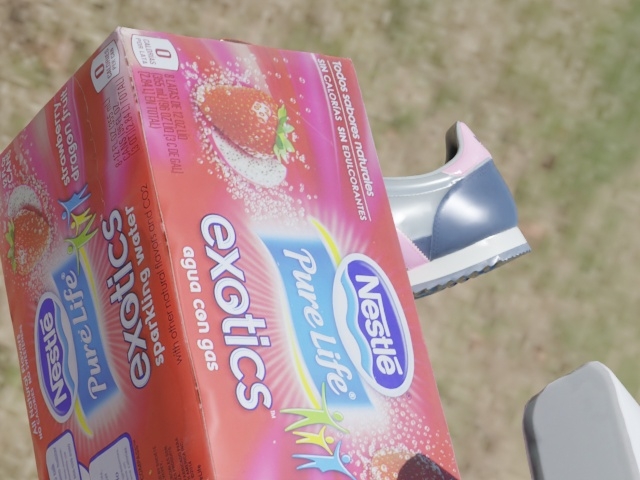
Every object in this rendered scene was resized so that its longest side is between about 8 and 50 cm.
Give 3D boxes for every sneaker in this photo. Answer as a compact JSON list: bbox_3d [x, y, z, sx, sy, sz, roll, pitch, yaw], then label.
[{"bbox_3d":[0.000,0.000,1.477,0.112,0.319,0.131,145,-71,-73],"label":"sneaker"}]

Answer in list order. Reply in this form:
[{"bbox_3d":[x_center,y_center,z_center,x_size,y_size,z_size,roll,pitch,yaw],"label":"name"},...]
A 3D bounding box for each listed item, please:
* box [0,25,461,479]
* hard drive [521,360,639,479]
[{"bbox_3d":[-0.040,0.056,0.767,0.123,0.256,0.128,4,151,-37],"label":"box"},{"bbox_3d":[0.178,0.206,0.653,0.307,0.040,0.203,48,20,-29],"label":"hard drive"}]
